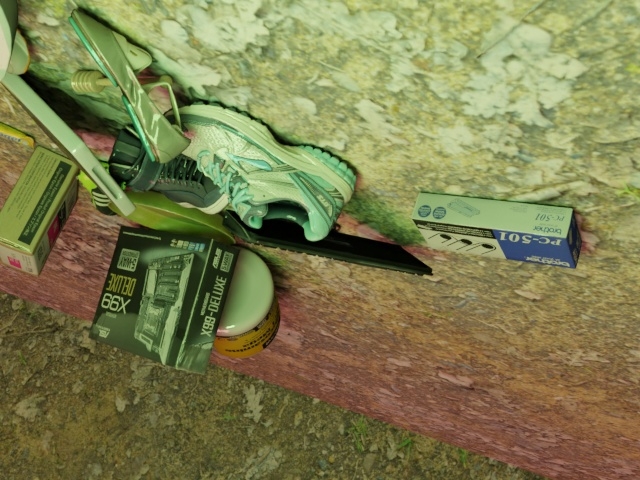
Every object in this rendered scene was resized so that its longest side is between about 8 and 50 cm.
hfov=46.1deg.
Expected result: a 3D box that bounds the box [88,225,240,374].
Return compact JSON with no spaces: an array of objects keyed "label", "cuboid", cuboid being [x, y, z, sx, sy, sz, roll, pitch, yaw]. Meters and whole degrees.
[{"label":"box","cuboid":[-0.310,0.107,1.461,0.307,0.243,0.076,8,169,43]}]

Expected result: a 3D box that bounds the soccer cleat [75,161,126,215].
[{"label":"soccer cleat","cuboid":[-0.390,-0.092,1.395,0.072,0.060,0.179,4,158,6]}]

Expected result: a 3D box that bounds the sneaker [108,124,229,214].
[{"label":"sneaker","cuboid":[-0.224,-0.109,1.129,0.163,0.086,0.226,30,162,-33]}]

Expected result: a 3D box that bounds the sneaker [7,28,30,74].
[{"label":"sneaker","cuboid":[-0.502,-0.264,0.941,0.262,0.121,0.099,28,160,-22]}]

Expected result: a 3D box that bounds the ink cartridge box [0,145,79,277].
[{"label":"ink cartridge box","cuboid":[-0.546,-0.048,1.452,0.088,0.193,0.234,24,161,-11]}]

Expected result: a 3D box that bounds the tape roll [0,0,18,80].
[{"label":"tape roll","cuboid":[-0.456,-0.251,0.837,0.219,0.072,0.219,-7,137,-7]}]

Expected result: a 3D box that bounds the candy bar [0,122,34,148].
[{"label":"candy bar","cuboid":[-0.585,-0.204,1.338,0.161,0.018,0.040,22,160,-8]}]

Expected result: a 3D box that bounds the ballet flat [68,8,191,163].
[{"label":"ballet flat","cuboid":[-0.228,-0.196,0.930,0.213,0.068,0.072,63,170,-28]}]

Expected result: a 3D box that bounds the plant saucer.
[{"label":"plant saucer","cuboid":[-0.267,-0.045,1.383,0.240,0.037,0.241,15,168,3]}]

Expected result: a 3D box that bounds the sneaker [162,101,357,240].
[{"label":"sneaker","cuboid":[-0.096,-0.089,1.012,0.282,0.122,0.110,21,161,-2]}]

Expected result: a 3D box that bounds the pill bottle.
[{"label":"pill bottle","cuboid":[-0.183,0.150,1.639,0.187,0.188,0.334,17,161,7]}]

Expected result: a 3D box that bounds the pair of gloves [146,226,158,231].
[{"label":"pair of gloves","cuboid":[-0.352,-0.038,1.566,0.074,0.010,0.083,9,155,32]}]

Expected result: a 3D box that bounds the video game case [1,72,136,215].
[{"label":"video game case","cuboid":[-0.384,-0.153,1.123,0.227,0.026,0.206,43,168,21]}]

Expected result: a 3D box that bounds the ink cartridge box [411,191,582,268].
[{"label":"ink cartridge box","cuboid":[0.235,-0.014,1.008,0.207,0.046,0.097,8,158,30]}]

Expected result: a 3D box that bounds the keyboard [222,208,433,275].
[{"label":"keyboard","cuboid":[0.000,0.000,1.149,0.317,0.033,0.201,12,-166,-27]}]

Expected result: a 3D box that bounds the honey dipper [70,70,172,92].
[{"label":"honey dipper","cuboid":[-0.262,-0.209,0.995,0.160,0.031,0.030,8,157,28]}]
